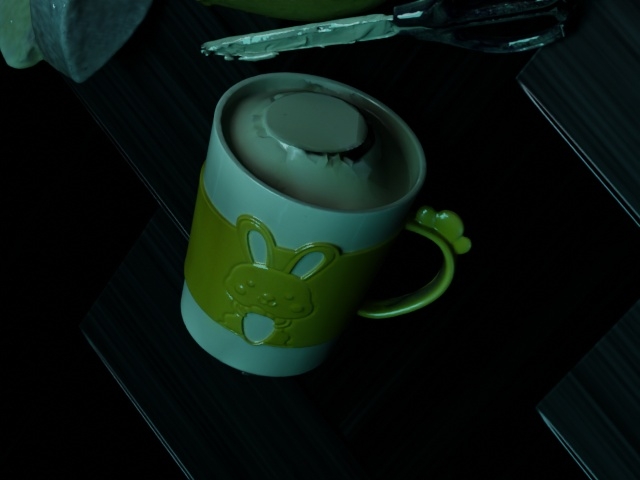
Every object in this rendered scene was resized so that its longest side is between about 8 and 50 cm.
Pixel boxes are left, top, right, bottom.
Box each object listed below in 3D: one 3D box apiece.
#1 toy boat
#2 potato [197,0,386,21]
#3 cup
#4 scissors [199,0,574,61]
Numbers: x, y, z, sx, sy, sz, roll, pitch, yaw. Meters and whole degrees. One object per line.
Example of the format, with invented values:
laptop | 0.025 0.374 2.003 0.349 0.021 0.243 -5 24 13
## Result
toy boat | -0.250 -0.293 1.828 0.293 0.111 0.276 29 115 43
potato | -0.077 -0.305 1.569 0.359 0.219 0.270 38 131 4
cup | 0.000 0.000 1.664 0.241 0.185 0.226 21 128 0
scissors | 0.048 -0.168 1.529 0.300 0.109 0.022 -7 62 11
